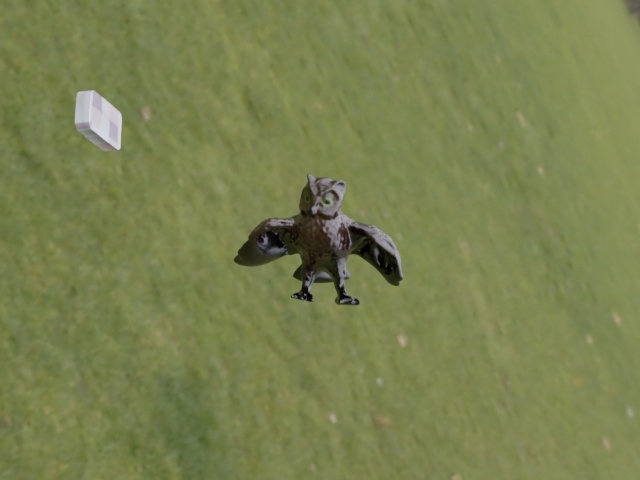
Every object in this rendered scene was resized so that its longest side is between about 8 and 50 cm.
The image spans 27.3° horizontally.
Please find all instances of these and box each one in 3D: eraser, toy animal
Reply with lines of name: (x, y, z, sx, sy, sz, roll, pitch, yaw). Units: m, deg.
eraser: (-0.329, -0.177, 1.956, 0.105, 0.026, 0.065, 45, 44, -65)
toy animal: (0.000, -0.007, 1.661, 0.116, 0.218, 0.179, -72, 167, -66)
